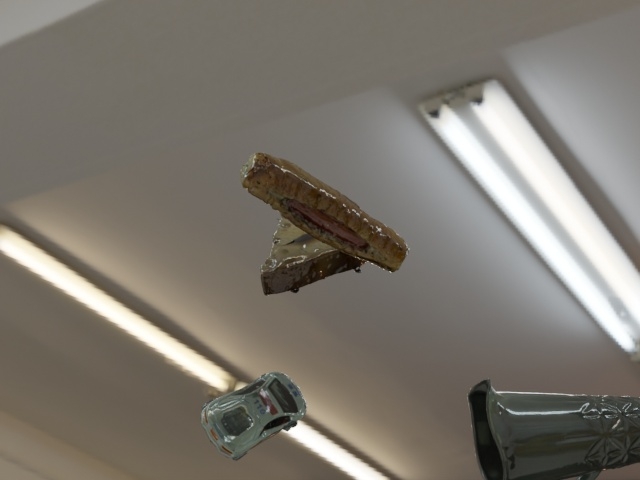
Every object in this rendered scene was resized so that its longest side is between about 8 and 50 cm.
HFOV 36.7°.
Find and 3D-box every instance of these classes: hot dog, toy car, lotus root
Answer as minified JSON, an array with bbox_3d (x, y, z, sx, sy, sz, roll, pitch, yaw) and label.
[{"bbox_3d":[0.013,-0.041,1.416,0.289,0.083,0.068,29,-52,-21],"label":"hot dog"},{"bbox_3d":[-0.094,0.255,1.450,0.095,0.205,0.056,55,-50,13],"label":"toy car"},{"bbox_3d":[0.000,0.000,1.607,0.170,0.260,0.074,0,-59,6],"label":"lotus root"}]

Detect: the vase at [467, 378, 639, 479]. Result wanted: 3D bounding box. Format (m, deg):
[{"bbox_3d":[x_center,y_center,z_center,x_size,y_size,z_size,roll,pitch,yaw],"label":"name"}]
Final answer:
[{"bbox_3d":[0.387,0.319,1.531,0.301,0.156,0.251,-3,-67,-10],"label":"vase"}]
